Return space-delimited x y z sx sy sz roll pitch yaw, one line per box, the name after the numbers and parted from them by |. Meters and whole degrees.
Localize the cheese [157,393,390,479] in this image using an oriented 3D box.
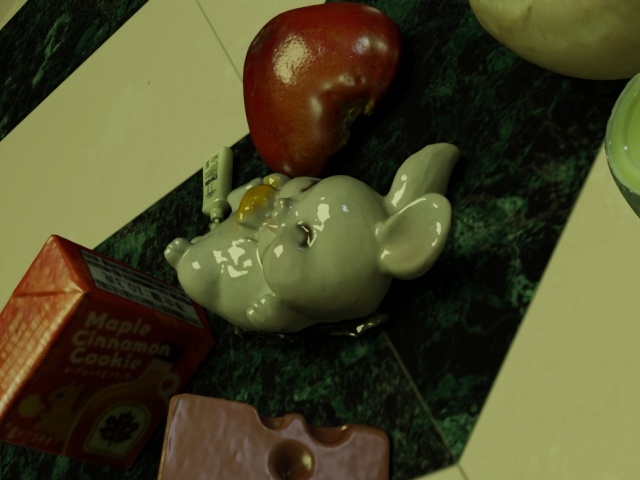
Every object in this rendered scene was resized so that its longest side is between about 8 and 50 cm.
-0.070 0.222 0.887 0.203 0.177 0.128 -27 45 40 | cheese

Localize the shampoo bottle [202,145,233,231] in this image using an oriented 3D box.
-0.139 -0.063 1.336 0.049 0.034 0.141 -29 43 28 | shampoo bottle

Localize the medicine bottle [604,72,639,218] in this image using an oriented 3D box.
0.285 -0.049 0.662 0.147 0.143 0.147 -30 42 32 | medicine bottle

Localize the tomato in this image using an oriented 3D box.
-0.021 -0.196 1.188 0.233 0.139 0.200 -54 27 8 | tomato

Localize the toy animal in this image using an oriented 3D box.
-0.005 0.004 1.007 0.325 0.154 0.208 -17 26 20 | toy animal

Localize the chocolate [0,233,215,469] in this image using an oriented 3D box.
-0.269 0.144 1.168 0.235 0.237 0.108 -55 43 5 | chocolate

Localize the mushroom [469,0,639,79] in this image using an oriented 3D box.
0.225 -0.288 0.794 0.297 0.290 0.297 -33 40 33 | mushroom
